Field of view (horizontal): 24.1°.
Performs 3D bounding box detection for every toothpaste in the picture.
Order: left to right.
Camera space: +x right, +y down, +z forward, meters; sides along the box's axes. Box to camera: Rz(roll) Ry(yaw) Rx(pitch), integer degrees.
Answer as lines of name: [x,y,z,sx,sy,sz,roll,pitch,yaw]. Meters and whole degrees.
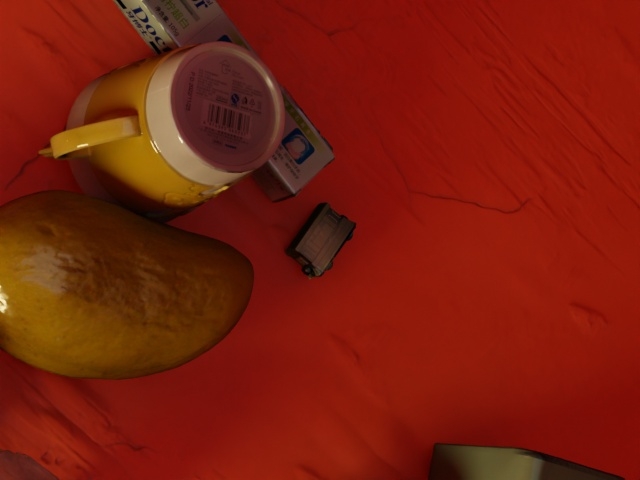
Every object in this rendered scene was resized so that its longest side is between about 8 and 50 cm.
toothpaste: [-0.119,-0.202,1.779,0.081,0.067,0.336,-44,102,-26]

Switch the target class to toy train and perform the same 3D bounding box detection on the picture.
toy train: [0.000,0.000,1.829,0.056,0.038,0.093,41,67,-15]

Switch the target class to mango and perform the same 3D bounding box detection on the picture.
mango: [-0.236,0.058,1.639,0.331,0.142,0.195,19,81,-25]

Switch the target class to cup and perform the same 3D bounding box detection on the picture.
cup: [-0.179,-0.118,1.645,0.241,0.226,0.185,-12,88,-36]

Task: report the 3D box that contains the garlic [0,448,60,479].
garlic: [-0.353,0.309,1.518,0.217,0.110,0.228,-55,137,-19]

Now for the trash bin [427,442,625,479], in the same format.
trash bin: [0.205,0.424,1.779,0.158,0.223,0.343,22,76,-24]
